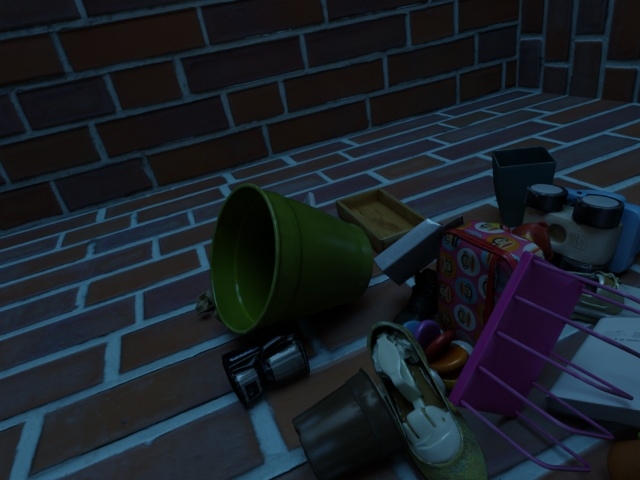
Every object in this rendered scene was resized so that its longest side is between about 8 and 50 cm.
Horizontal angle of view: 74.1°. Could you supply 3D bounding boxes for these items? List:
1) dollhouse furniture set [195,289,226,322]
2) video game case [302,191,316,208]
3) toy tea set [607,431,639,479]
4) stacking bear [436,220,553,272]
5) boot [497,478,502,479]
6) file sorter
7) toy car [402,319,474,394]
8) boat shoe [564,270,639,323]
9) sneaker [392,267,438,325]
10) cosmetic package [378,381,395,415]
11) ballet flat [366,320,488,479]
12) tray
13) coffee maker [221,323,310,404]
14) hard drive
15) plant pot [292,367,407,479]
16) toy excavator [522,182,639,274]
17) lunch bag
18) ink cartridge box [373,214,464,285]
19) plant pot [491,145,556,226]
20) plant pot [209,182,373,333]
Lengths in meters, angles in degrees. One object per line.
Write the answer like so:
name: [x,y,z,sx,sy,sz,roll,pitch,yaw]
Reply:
dollhouse furniture set: [-0.295,0.216,1.257,0.161,0.101,0.182,-31,25,16]
video game case: [-0.076,-0.051,1.550,0.026,0.206,0.227,27,22,-18]
toy tea set: [0.442,0.422,0.591,0.336,0.124,0.200,-19,58,-20]
stacking bear: [0.478,0.020,1.176,0.289,0.175,0.164,-9,-8,28]
boot: [0.272,0.440,0.658,0.087,0.042,0.118,-19,22,0]
file sorter: [0.400,0.204,0.704,0.202,0.290,0.182,23,5,-33]
toy car: [0.242,0.241,0.929,0.159,0.136,0.182,-28,33,-28]
boat shoe: [0.669,0.134,1.006,0.302,0.103,0.113,2,31,23]
sneaker: [0.253,0.154,1.097,0.227,0.130,0.087,-33,33,-32]
cosmetic package: [0.175,0.331,0.870,0.115,0.060,0.041,3,33,27]
ballet flat: [0.175,0.294,0.775,0.123,0.123,0.348,-16,49,-9]
tray: [0.228,-0.082,1.599,0.203,0.076,0.411,-18,30,-13]
coffee maker: [-0.138,0.293,1.022,0.178,0.120,0.171,-21,5,-21]
hard drive: [0.601,0.239,0.814,0.307,0.040,0.203,-28,9,-35]
plant pot: [0.047,0.353,0.788,0.165,0.167,0.167,-26,31,-10]
toy excavator: [0.849,-0.041,1.184,0.445,0.222,0.433,-17,29,-28]
lunch bag: [0.383,0.121,0.938,0.120,0.293,0.258,-19,28,-23]
ink cartridge box: [0.256,0.019,1.065,0.224,0.223,0.045,-36,66,8]
plant pot: [0.676,-0.174,1.430,0.165,0.234,0.166,-4,28,15]
plant pot: [-0.061,0.055,1.141,0.353,0.366,0.366,5,15,-37]
